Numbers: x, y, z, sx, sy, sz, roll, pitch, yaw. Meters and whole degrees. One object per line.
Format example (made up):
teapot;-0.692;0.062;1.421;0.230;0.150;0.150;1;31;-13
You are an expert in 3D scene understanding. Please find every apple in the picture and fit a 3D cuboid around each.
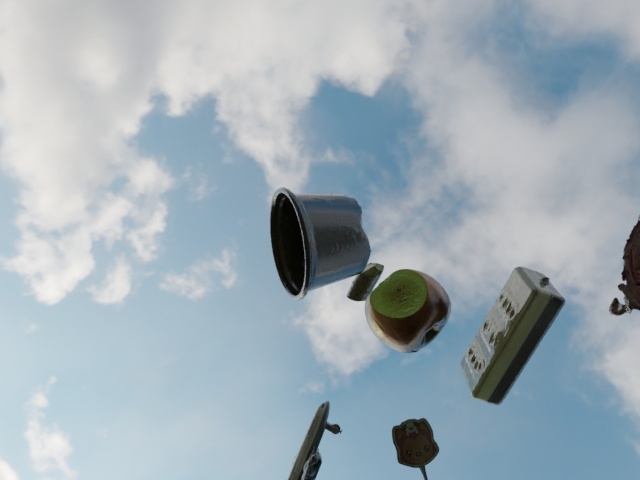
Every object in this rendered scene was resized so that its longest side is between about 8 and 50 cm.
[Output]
apple;0.162;0.133;0.975;0.146;0.163;0.147;-36;-120;-15

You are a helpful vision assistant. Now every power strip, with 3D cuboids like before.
power strip;0.344;0.170;0.924;0.070;0.105;0.256;19;-68;-9

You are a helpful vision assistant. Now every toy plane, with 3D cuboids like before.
toy plane;-0.031;0.359;0.791;0.058;0.226;0.226;32;-92;-1

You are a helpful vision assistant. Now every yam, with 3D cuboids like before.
yam;0.130;0.122;1.493;0.070;0.070;0.146;36;-60;22

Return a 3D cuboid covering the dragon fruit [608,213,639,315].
dragon fruit;0.768;0.059;1.002;0.314;0.263;0.296;-9;-111;42

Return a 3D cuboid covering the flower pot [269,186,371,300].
flower pot;0.000;0.000;0.711;0.157;0.107;0.157;173;-90;-69

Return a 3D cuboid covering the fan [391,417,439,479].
fan;0.294;0.645;1.501;0.132;0.009;0.220;-13;-112;-4
